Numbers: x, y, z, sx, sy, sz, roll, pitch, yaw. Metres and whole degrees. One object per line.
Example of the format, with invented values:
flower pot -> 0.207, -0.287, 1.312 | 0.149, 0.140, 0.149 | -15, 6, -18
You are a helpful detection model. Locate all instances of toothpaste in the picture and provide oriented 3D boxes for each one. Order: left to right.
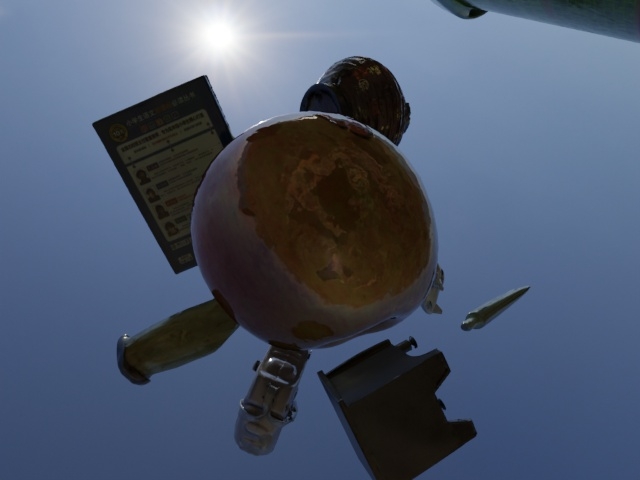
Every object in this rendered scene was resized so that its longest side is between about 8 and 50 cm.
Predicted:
toothpaste -> 0.367, 0.139, 0.969 | 0.255, 0.067, 0.037 | -17, -99, -44

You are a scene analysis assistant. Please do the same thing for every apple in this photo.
apple -> 0.000, 0.000, 0.755 | 0.391, 0.391, 0.346 | -10, -116, -32

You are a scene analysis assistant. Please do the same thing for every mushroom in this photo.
mushroom -> -0.224, 0.168, 0.893 | 0.333, 0.087, 0.107 | -21, -122, -32

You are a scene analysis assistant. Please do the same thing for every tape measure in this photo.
tape measure -> -0.103, 0.324, 0.925 | 0.120, 0.197, 0.236 | 21, -163, 3

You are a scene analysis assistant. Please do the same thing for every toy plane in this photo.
toy plane -> 0.352, 0.147, 1.459 | 0.080, 0.174, 0.174 | 6, -131, -2

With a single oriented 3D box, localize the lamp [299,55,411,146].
lamp -> 0.081, -0.266, 0.986 | 0.247, 0.247, 0.247 | 14, -132, -16

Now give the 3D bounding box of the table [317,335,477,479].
table -> 0.058, 0.127, 0.351 | 0.082, 0.070, 0.083 | -26, -85, -11

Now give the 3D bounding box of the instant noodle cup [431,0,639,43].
instant noodle cup -> 0.241, -0.251, 0.287 | 0.308, 0.294, 0.294 | 36, -136, 29

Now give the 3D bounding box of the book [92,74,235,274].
book -> -0.330, -0.152, 1.158 | 0.300, 0.428, 0.039 | -22, -162, 1
